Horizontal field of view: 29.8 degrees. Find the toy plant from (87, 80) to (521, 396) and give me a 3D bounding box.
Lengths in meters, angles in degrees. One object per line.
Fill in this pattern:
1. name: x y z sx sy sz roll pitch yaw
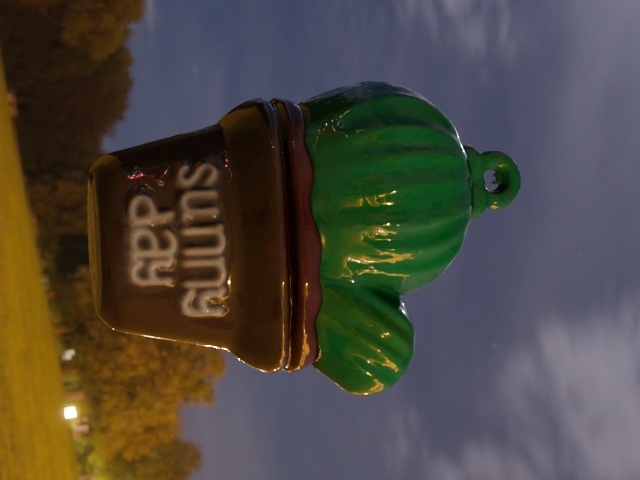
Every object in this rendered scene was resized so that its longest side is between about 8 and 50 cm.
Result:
1. toy plant: 0.000 0.000 0.535 0.105 0.200 0.142 166 -79 -75
